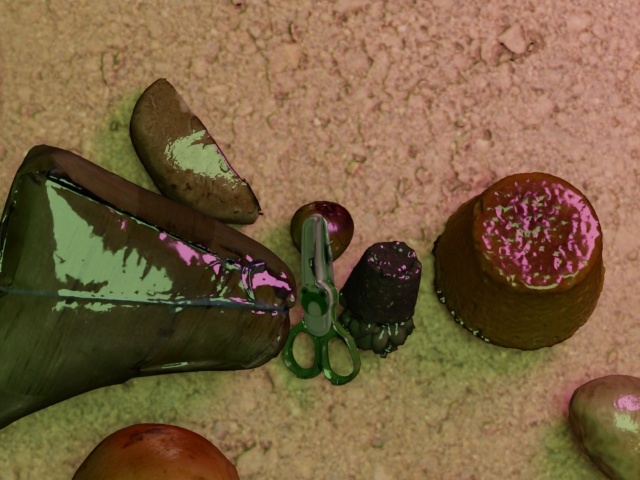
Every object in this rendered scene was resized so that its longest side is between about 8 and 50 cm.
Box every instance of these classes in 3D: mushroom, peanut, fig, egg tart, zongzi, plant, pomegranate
[{"bbox_3d":[-0.159,-0.094,1.620,0.094,0.072,0.210,-32,89,-4],"label":"mushroom"},{"bbox_3d":[0.417,0.247,1.649,0.253,0.122,0.137,16,80,-12],"label":"peanut"},{"bbox_3d":[0.000,0.000,1.635,0.082,0.084,0.098,1,123,-17],"label":"fig"},{"bbox_3d":[0.244,0.013,1.626,0.215,0.171,0.215,0,70,0],"label":"egg tart"},{"bbox_3d":[-0.233,0.132,1.535,0.356,0.174,0.393,23,88,-12],"label":"zongzi"},{"bbox_3d":[0.069,0.071,1.607,0.094,0.143,0.092,-10,45,-25],"label":"plant"},{"bbox_3d":[-0.181,0.304,1.496,0.209,0.209,0.209,1,82,-10],"label":"pomegranate"}]

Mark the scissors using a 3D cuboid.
[{"bbox_3d":[-0.003,0.069,1.589,0.101,0.027,0.205,6,108,30],"label":"scissors"}]
